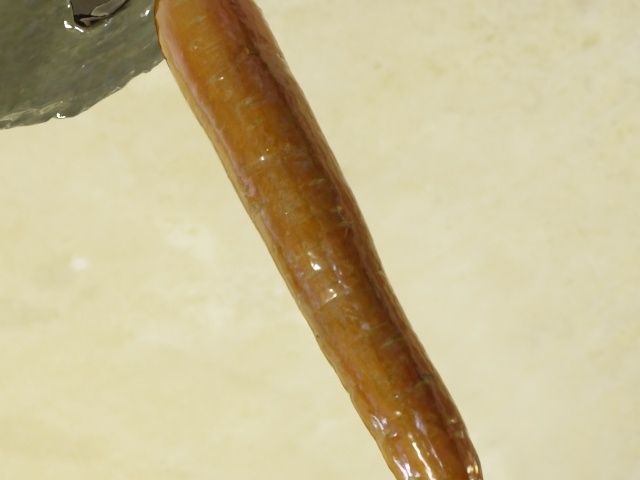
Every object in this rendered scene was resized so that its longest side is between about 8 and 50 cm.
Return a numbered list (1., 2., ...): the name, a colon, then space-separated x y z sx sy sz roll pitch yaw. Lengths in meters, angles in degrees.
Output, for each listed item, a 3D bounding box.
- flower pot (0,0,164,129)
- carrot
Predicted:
1. flower pot: -0.199 -0.208 0.884 0.379 0.251 0.379 -40 163 -15
2. carrot: 0.000 0.000 0.586 0.043 0.248 0.043 -25 162 -9
